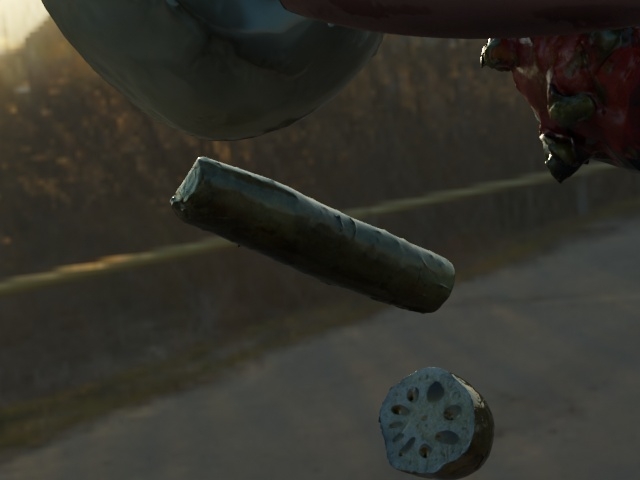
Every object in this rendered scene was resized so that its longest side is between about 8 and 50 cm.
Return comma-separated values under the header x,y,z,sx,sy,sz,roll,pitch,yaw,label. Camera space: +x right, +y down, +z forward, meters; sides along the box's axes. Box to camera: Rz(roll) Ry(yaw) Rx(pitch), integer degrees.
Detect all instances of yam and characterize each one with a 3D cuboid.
x,y,z,sx,sy,sz,roll,pitch,yaw,label
0.000,0.000,1.458,0.317,0.071,0.067,22,13,-35,yam

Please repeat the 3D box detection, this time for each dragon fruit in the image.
x,y,z,sx,sy,sz,roll,pitch,yaw,label
0.196,-0.120,1.096,0.166,0.160,0.172,-39,25,-5,dragon fruit

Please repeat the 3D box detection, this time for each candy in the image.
x,y,z,sx,sy,sz,roll,pitch,yaw,label
-0.078,-0.213,1.118,0.295,0.295,0.185,-8,-4,-33,candy

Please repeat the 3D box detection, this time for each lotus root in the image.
x,y,z,sx,sy,sz,roll,pitch,yaw,label
0.132,0.200,1.702,0.112,0.122,0.081,-30,-37,31,lotus root

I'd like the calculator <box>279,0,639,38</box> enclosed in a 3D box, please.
x,y,z,sx,sy,sz,roll,pitch,yaw,label
0.130,-0.193,0.809,0.330,0.220,0.048,6,-34,39,calculator
